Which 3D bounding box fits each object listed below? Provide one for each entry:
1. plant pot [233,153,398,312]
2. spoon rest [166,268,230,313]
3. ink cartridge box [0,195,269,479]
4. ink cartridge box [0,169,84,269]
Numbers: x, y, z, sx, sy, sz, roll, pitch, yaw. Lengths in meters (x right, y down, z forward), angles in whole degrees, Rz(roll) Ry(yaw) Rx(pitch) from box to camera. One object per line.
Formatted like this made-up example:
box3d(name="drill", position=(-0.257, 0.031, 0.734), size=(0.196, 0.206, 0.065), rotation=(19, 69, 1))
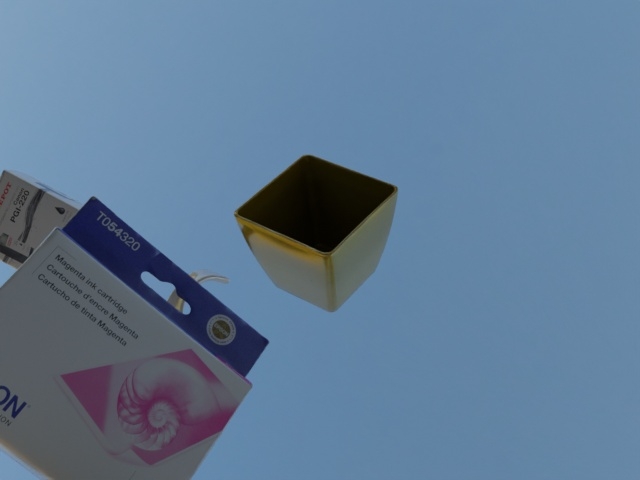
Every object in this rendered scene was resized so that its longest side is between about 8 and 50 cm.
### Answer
box3d(name="plant pot", position=(0.000, 0.000, 1.487), size=(0.212, 0.187, 0.212), rotation=(24, -131, 30))
box3d(name="spoon rest", position=(-0.269, 0.175, 1.539), size=(0.137, 0.084, 0.276), rotation=(17, -102, 41))
box3d(name="ink cartridge box", position=(-0.254, 0.146, 1.027), size=(0.324, 0.071, 0.330), rotation=(40, -122, -11))
box3d(name="ink cartridge box", position=(-0.516, -0.015, 1.534), size=(0.218, 0.092, 0.158), rotation=(26, -88, 17))
